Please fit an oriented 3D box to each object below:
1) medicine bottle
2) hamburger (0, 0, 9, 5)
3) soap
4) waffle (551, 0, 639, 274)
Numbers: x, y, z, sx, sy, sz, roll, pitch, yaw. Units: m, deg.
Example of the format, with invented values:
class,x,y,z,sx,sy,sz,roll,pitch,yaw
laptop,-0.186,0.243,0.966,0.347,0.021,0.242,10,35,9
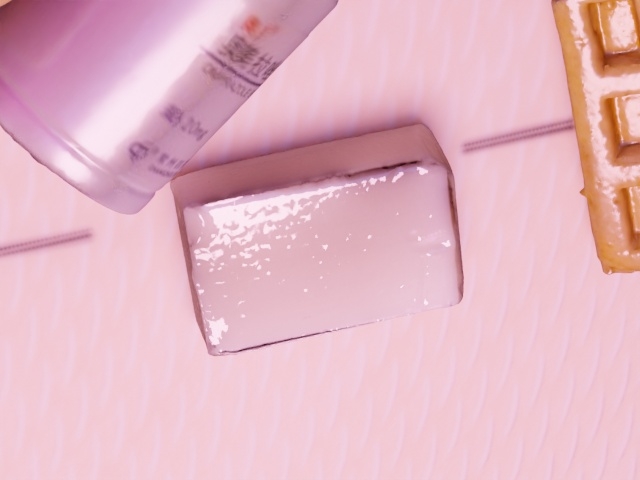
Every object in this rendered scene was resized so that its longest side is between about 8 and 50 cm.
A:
class,x,y,z,sx,sy,sz,roll,pitch,yaw
medicine bottle,-0.078,-0.155,0.991,0.254,0.152,0.152,-45,117,9
hamburger,-0.212,-0.249,0.887,0.259,0.144,0.283,30,106,-1
soap,0.000,0.000,1.133,0.183,0.064,0.121,-12,117,-9
waffle,0.289,-0.088,1.119,0.248,0.055,0.221,-7,118,18
